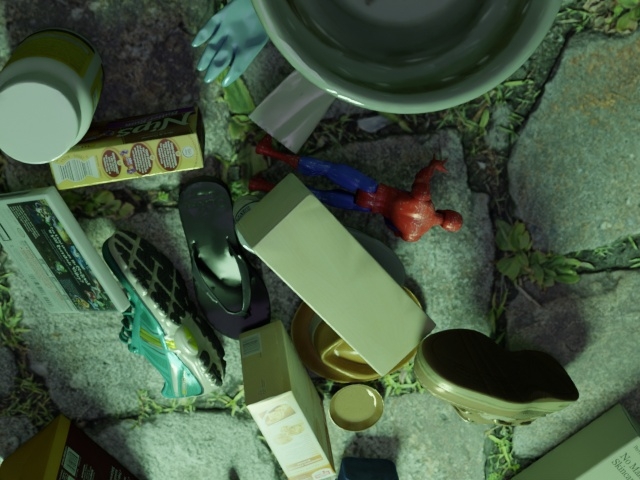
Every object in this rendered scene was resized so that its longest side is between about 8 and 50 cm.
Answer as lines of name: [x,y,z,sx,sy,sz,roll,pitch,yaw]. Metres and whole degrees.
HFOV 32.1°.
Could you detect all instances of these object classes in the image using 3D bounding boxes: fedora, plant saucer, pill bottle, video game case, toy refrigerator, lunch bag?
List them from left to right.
pill bottle: [-0.327,-0.174,1.329,0.119,0.208,0.119,-2,114,-4]
video game case: [-0.352,0.017,1.461,0.173,0.022,0.190,-4,124,44]
toy refrigerator: [0.021,0.045,1.432,0.102,0.094,0.269,-44,119,2]
plant saucer: [0.053,0.247,1.658,0.083,0.015,0.083,-2,114,-4]
fedora: [0.056,0.140,1.575,0.194,0.079,0.194,-1,115,-3]
lunch bag: [0.067,0.374,1.690,0.098,0.067,0.065,5,114,-6]
plant saucer: [0.097,-0.352,1.311,0.401,0.100,0.400,-2,101,-11]

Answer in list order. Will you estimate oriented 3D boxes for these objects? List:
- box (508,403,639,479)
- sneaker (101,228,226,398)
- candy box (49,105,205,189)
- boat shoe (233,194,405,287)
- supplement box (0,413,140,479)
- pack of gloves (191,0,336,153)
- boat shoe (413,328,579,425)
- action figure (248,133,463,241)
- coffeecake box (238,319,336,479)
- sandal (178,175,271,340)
box: [0.390,0.382,1.704,0.275,0.094,0.113,-40,112,14]
sneaker: [-0.232,0.113,1.531,0.110,0.107,0.275,-19,115,15]
candy box: [-0.242,-0.118,1.416,0.187,0.109,0.053,-10,115,1]
boat shoe: [0.000,0.000,1.504,0.258,0.084,0.095,27,107,-25]
supplement box: [-0.359,0.394,1.597,0.129,0.191,0.194,-39,111,13]
pack of gloves: [-0.030,-0.253,1.375,0.195,0.046,0.232,37,92,-20]
boat shoe: [0.230,0.210,1.539,0.341,0.121,0.110,18,127,-45]
action figure: [0.061,-0.076,1.481,0.280,0.139,0.091,19,117,11]
coffeecake box: [-0.046,0.229,1.553,0.068,0.142,0.185,-20,128,6]
sandal: [-0.138,0.037,1.525,0.097,0.054,0.254,-18,115,4]
